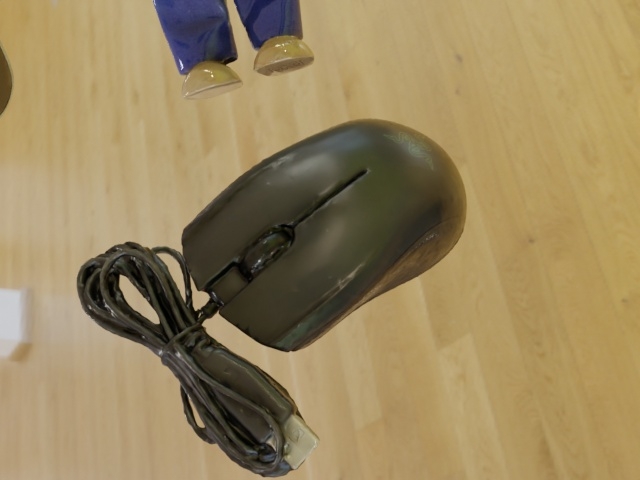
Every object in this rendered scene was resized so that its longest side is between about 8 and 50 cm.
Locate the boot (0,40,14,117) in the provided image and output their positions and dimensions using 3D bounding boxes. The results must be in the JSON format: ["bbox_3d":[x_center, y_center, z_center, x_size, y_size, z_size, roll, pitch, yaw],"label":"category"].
[{"bbox_3d":[-0.391,-0.219,0.776,0.244,0.176,0.088,100,-175,-52],"label":"boot"}]

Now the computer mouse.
[{"bbox_3d":[0.000,0.000,0.553,0.188,0.272,0.072,42,150,18],"label":"computer mouse"}]

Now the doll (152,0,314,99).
[{"bbox_3d":[-0.053,-0.167,0.398,0.129,0.046,0.189,-16,94,15],"label":"doll"}]
